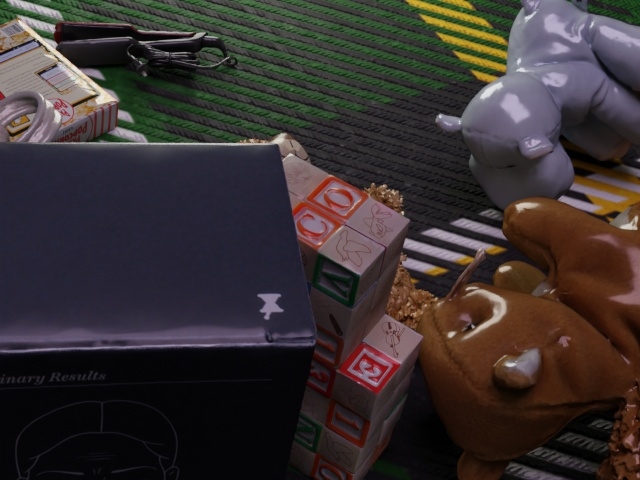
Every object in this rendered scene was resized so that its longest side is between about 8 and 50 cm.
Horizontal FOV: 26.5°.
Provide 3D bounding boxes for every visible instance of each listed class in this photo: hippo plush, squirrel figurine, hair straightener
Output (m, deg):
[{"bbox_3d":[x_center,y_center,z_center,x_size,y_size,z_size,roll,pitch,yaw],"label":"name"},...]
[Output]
[{"bbox_3d":[0.281,-0.155,1.577,0.234,0.294,0.236,12,50,31],"label":"hippo plush"},{"bbox_3d":[0.296,0.121,1.293,0.370,0.281,0.397,-24,61,-35],"label":"squirrel figurine"},{"bbox_3d":[-0.215,-0.225,1.688,0.230,0.047,0.089,4,47,-14],"label":"hair straightener"}]

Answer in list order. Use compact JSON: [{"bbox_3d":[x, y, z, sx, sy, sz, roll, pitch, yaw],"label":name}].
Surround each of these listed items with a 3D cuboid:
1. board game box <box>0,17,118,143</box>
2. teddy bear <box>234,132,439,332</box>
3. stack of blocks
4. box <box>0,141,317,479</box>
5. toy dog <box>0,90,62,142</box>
[{"bbox_3d":[-0.356,-0.173,1.599,0.147,0.045,0.193,-32,60,-35],"label":"board game box"},{"bbox_3d":[0.000,0.000,1.467,0.245,0.113,0.338,-6,49,-20],"label":"teddy bear"},{"bbox_3d":[-0.001,0.086,1.254,0.171,0.297,0.087,29,48,17],"label":"stack of blocks"},{"bbox_3d":[-0.186,0.129,1.107,0.293,0.395,0.212,0,47,-13],"label":"box"},{"bbox_3d":[-0.361,0.020,1.341,0.220,0.161,0.334,0,52,24],"label":"toy dog"}]
